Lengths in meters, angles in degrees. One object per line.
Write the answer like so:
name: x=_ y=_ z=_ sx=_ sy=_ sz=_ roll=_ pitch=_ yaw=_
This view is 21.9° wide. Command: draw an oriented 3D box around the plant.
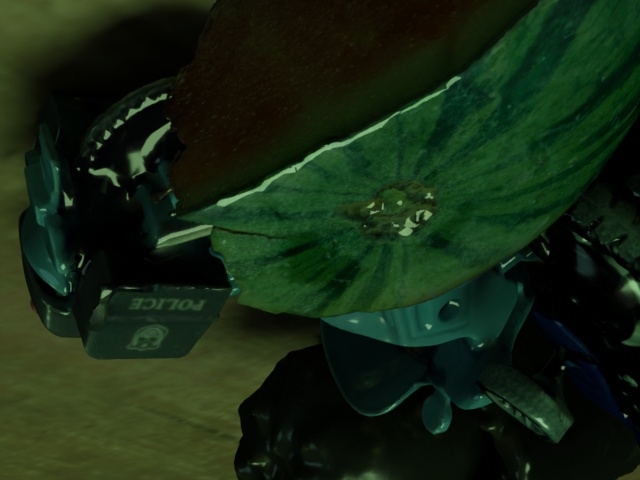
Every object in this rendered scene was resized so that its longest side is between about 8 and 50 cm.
plant: x=0.072 y=0.094 z=0.902 sx=0.256 sy=0.142 sz=0.164 roll=-10 pitch=160 yaw=-36

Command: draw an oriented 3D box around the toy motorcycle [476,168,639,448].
toy motorcycle: x=0.162 y=0.062 z=0.653 sx=0.113 sy=0.169 sz=0.315 roll=-51 pitch=150 yaw=-7

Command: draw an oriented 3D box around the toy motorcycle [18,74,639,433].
toy motorcycle: x=0.000 y=0.000 z=0.681 sx=0.272 sy=0.123 sz=0.182 roll=2 pitch=139 yaw=-30

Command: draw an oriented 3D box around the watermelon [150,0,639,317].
watermelon: x=0.065 y=-0.071 z=0.473 sx=0.128 sy=0.231 sz=0.146 roll=40 pitch=133 yaw=-19
